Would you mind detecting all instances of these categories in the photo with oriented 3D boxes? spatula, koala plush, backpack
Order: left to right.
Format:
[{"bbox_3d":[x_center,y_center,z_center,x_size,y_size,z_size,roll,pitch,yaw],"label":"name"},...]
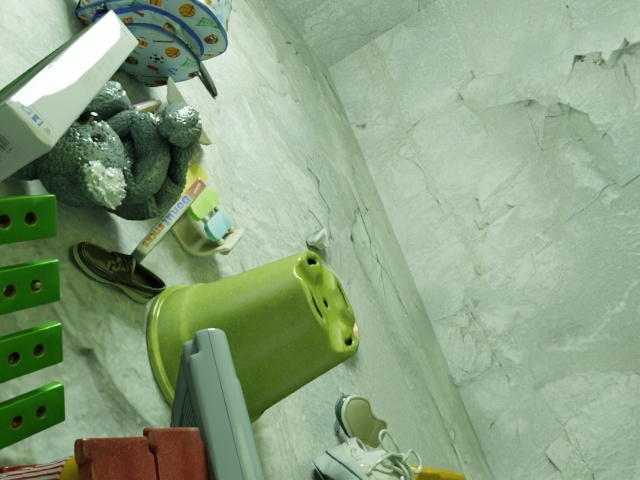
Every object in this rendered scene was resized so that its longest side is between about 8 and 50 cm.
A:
[{"bbox_3d":[-0.306,-0.106,0.816,0.221,0.196,0.203,-42,148,-67],"label":"koala plush"},{"bbox_3d":[-0.315,-0.444,1.152,0.276,0.263,0.213,26,56,-63],"label":"backpack"},{"bbox_3d":[-0.355,-0.510,1.527,0.296,0.030,0.084,56,19,-21],"label":"spatula"}]

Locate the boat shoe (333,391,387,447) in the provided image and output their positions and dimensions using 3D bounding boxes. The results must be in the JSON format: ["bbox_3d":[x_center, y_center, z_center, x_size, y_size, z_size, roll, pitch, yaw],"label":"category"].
[{"bbox_3d":[0.078,0.398,1.300,0.254,0.079,0.095,47,63,-54],"label":"boat shoe"}]

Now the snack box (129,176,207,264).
[{"bbox_3d":[-0.248,-0.029,0.937,0.022,0.064,0.178,40,49,-11],"label":"snack box"}]

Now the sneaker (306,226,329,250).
[{"bbox_3d":[0.000,0.000,1.750,0.061,0.053,0.152,65,16,-2],"label":"sneaker"}]

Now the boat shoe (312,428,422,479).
[{"bbox_3d":[0.102,0.402,0.989,0.136,0.156,0.367,56,-15,3],"label":"boat shoe"}]

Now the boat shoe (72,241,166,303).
[{"bbox_3d":[-0.291,0.040,0.852,0.152,0.049,0.056,42,27,-47],"label":"boat shoe"}]

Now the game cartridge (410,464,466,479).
[{"bbox_3d":[0.190,0.595,1.142,0.323,0.052,0.285,38,68,-55],"label":"game cartridge"}]

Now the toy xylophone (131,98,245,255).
[{"bbox_3d":[-0.265,-0.121,1.118,0.323,0.081,0.236,56,18,-21],"label":"toy xylophone"}]

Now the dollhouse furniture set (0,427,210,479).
[{"bbox_3d":[-0.186,0.355,0.461,0.152,0.201,0.374,26,46,-63],"label":"dollhouse furniture set"}]

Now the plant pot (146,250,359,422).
[{"bbox_3d":[-0.088,0.148,0.933,0.276,0.253,0.276,53,20,-29],"label":"plant pot"}]

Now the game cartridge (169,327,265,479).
[{"bbox_3d":[-0.127,0.256,0.673,0.198,0.062,0.297,65,-29,28],"label":"game cartridge"}]

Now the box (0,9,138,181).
[{"bbox_3d":[-0.346,-0.138,0.653,0.058,0.232,0.322,54,19,-29],"label":"box"}]

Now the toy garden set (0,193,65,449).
[{"bbox_3d":[-0.340,0.085,0.525,0.203,0.049,0.244,-15,111,-58],"label":"toy garden set"}]

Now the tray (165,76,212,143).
[{"bbox_3d":[-0.282,-0.257,1.216,0.145,0.030,0.270,58,-6,-14],"label":"tray"}]

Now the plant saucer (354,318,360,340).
[{"bbox_3d":[0.044,0.207,1.594,0.200,0.037,0.200,52,20,-28],"label":"plant saucer"}]
